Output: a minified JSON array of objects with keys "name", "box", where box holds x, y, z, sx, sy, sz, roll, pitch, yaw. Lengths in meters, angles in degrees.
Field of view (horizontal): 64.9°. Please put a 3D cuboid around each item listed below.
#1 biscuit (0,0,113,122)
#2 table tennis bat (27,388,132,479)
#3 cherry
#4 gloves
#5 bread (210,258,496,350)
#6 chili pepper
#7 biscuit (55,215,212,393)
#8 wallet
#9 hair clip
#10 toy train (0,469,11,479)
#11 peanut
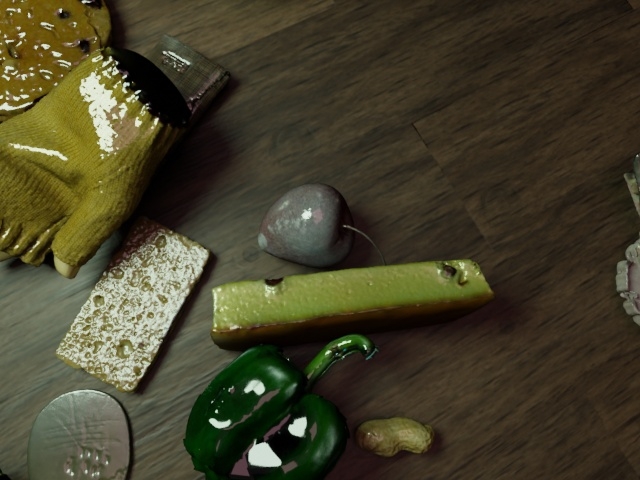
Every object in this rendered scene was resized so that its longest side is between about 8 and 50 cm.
[{"name":"biscuit","box":[-0.459,-0.313,0.766,0.296,0.075,0.295,2,78,-10]},{"name":"table tennis bat","box":[-0.315,0.317,0.663,0.131,0.022,0.234,-6,75,-8]},{"name":"cherry","box":[-0.006,0.004,0.738,0.148,0.188,0.115,-30,43,-2]},{"name":"gloves","box":[-0.328,-0.090,0.669,0.356,0.155,0.203,-42,100,1]},{"name":"bread","box":[0.037,0.088,0.689,0.362,0.138,0.077,-6,70,-8]},{"name":"chili pepper","box":[-0.039,0.213,0.637,0.174,0.165,0.261,43,62,13]},{"name":"biscuit","box":[-0.261,0.088,0.717,0.131,0.025,0.230,27,76,2]},{"name":"wallet","box":[-0.251,-0.199,0.775,0.124,0.042,0.230,33,82,2]},{"name":"hair clip","box":[0.534,0.007,0.793,0.173,0.069,0.300,-13,88,-7]},{"name":"toy train","box":[-0.509,0.375,0.589,0.296,0.100,0.160,-17,86,-10]},{"name":"peanut","box":[0.104,0.273,0.699,0.113,0.054,0.053,0,77,-6]}]
